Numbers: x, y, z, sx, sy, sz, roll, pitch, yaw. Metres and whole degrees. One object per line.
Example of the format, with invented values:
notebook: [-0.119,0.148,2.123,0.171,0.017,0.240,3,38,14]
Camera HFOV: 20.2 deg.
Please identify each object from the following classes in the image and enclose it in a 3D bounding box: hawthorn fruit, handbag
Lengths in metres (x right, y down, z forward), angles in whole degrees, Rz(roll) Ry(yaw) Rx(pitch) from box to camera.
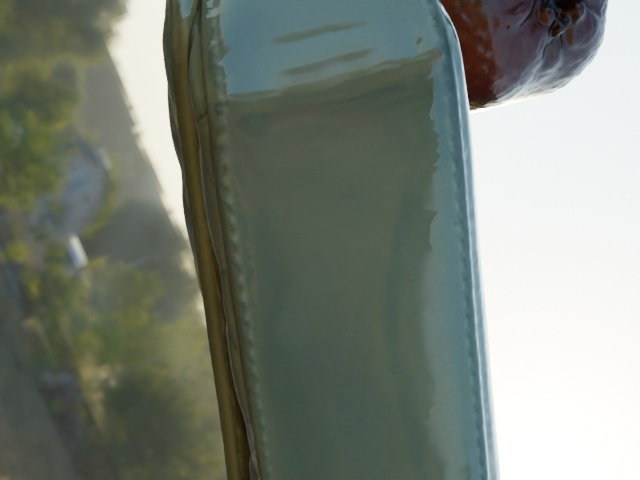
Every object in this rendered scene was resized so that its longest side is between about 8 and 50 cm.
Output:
hawthorn fruit: [0.077,-0.189,1.257,0.253,0.205,0.205,19,-42,46]
handbag: [0.000,0.000,0.564,0.219,0.079,0.256,-103,-175,-61]
